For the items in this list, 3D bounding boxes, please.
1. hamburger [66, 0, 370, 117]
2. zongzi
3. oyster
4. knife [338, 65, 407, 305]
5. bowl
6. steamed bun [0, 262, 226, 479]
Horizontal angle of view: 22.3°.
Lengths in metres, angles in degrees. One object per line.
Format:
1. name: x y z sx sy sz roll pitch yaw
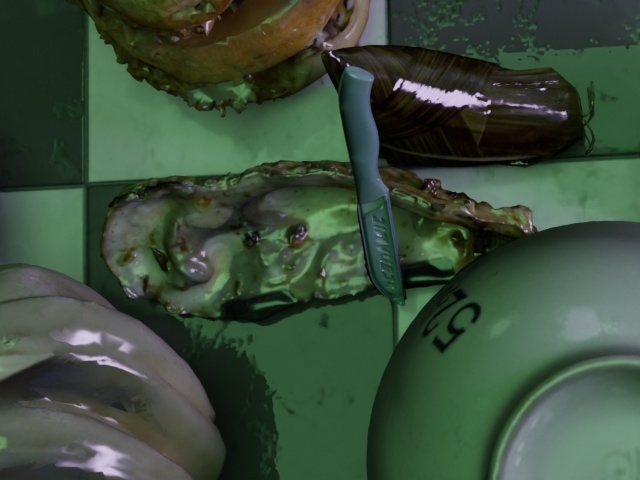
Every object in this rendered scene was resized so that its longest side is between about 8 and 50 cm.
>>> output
1. hamburger: -0.085 -0.225 1.218 0.245 0.211 0.260 -9 76 13
2. zongzi: 0.104 -0.106 1.178 0.187 0.184 0.084 1 79 11
3. oyster: -0.001 -0.003 1.243 0.345 0.078 0.128 -3 113 7
4. knife: 0.037 -0.034 1.167 0.028 0.210 0.015 -8 36 3
5. bowl: 0.200 0.158 1.100 0.354 0.185 0.353 0 89 6
6. steamed bun: -0.226 0.199 1.118 0.352 0.247 0.339 -42 103 -8
